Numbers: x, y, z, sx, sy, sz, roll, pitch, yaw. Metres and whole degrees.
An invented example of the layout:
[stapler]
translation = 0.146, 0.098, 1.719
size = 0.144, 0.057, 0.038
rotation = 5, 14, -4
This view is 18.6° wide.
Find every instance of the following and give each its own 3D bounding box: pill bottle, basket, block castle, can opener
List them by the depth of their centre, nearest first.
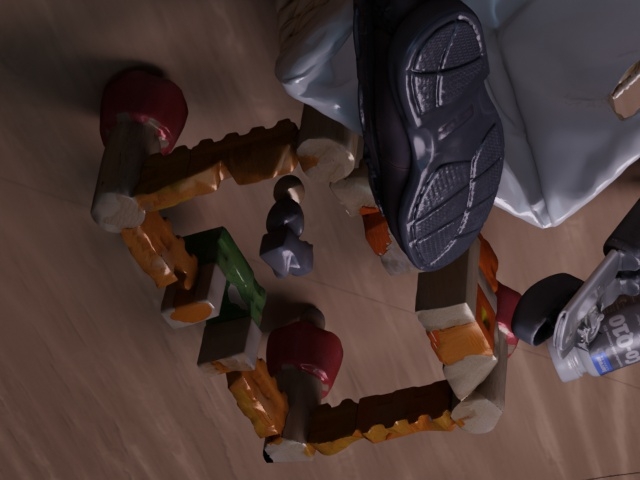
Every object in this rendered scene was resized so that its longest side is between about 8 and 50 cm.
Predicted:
[basket]
translation = 0.171, -0.242, 1.662
size = 0.331, 0.266, 0.328
rotation = 27, 126, -31
[block castle]
translation = 0.000, 0.000, 1.935
size = 0.303, 0.213, 0.453
rotation = -14, 131, 22
[can opener]
translation = 0.295, 0.008, 1.992
size = 0.095, 0.283, 0.076
rotation = 24, 144, 26
[pill bottle]
translation = 0.325, 0.106, 2.187
size = 0.137, 0.078, 0.078
rotation = -21, 135, 12

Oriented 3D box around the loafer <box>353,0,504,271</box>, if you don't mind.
[loafer]
translation = 0.080, -0.098, 1.562
size = 0.109, 0.095, 0.302
rotation = -33, 146, -18
